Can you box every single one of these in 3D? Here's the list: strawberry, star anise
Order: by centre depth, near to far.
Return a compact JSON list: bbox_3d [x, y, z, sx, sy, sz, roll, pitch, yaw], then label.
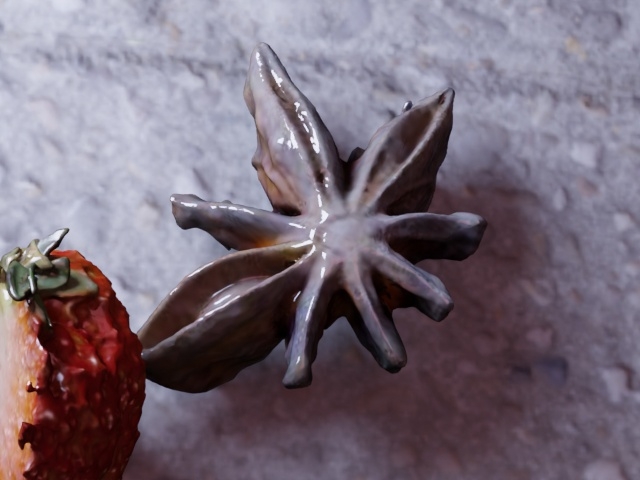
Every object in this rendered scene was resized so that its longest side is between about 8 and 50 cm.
[{"bbox_3d":[-0.156,0.113,1.108,0.106,0.236,0.175,4,35,-23],"label":"strawberry"},{"bbox_3d":[0.002,-0.004,1.203,0.198,0.111,0.258,16,64,6],"label":"star anise"}]
